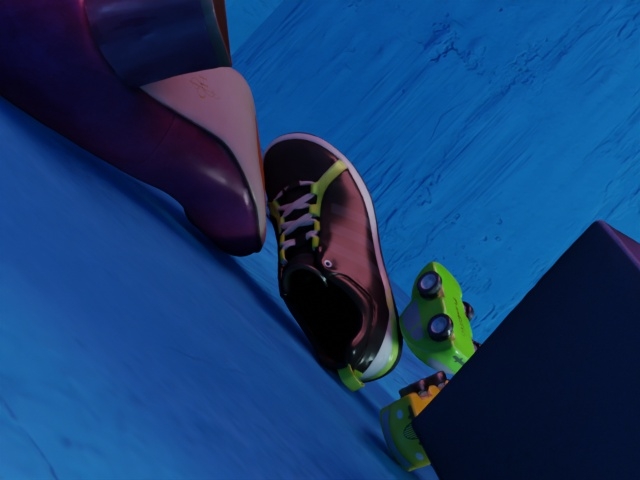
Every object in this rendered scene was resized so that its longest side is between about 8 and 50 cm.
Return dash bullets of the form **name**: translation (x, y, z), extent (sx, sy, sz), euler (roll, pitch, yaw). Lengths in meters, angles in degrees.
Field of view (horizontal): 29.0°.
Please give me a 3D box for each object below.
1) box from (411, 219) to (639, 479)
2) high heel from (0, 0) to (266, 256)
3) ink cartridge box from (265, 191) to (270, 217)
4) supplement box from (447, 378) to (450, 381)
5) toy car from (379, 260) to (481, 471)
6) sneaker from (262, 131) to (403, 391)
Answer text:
- **box**: translation (0.252, 0.180, 0.674), extent (0.294, 0.182, 0.296), euler (26, 21, -34)
- **high heel**: translation (-0.143, -0.085, 0.945), extent (0.377, 0.181, 0.127), euler (79, 3, -59)
- **ink cartridge box**: translation (0.000, 0.000, 1.822), extent (0.224, 0.045, 0.223), euler (43, 3, -26)
- **supplement box**: translation (0.135, 0.181, 1.087), extent (0.083, 0.056, 0.083), euler (41, 5, -42)
- **toy car**: translation (0.102, 0.118, 0.971), extent (0.239, 0.053, 0.225), euler (41, 29, -42)
- **sneaker**: translation (0.003, 0.009, 1.017), extent (0.097, 0.084, 0.234), euler (11, 52, -62)
